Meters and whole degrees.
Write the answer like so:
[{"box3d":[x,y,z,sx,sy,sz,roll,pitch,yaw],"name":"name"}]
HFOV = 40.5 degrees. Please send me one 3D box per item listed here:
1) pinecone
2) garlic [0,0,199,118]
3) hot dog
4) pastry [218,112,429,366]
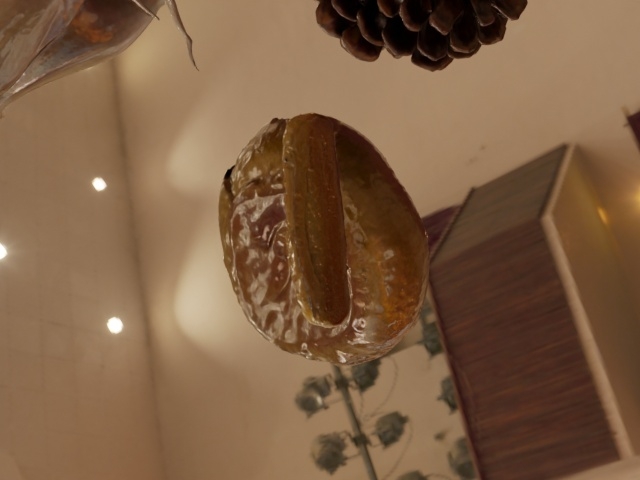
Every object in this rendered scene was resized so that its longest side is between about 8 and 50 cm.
[{"box3d":[0.114,-0.298,0.921,0.246,0.246,0.292,47,176,-28],"name":"pinecone"},{"box3d":[-0.358,-0.302,1.115,0.231,0.340,0.245,-113,9,-85],"name":"garlic"},{"box3d":[-0.010,-0.019,0.869,0.066,0.047,0.215,-12,-83,-40],"name":"hot dog"},{"box3d":[0.000,0.000,1.158,0.164,0.356,0.355,-16,-100,-41],"name":"pastry"}]
